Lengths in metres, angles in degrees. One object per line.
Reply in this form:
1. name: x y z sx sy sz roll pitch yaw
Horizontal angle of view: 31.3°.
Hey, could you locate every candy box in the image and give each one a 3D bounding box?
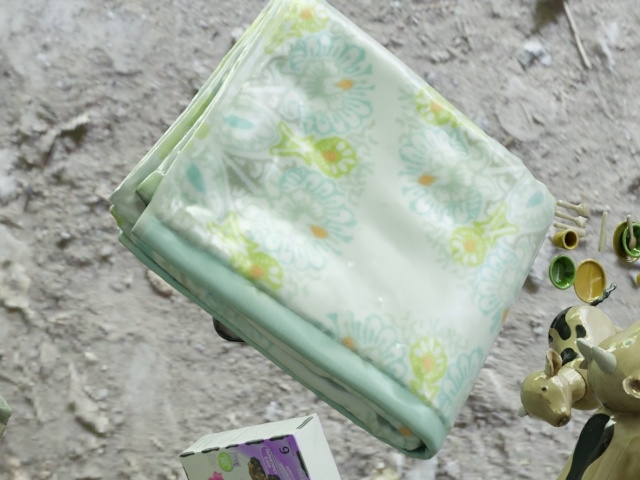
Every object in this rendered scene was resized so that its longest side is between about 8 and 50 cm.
1. candy box: -0.071 0.332 1.520 0.196 0.070 0.165 -16 98 31

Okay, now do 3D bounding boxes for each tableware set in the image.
1. tableware set: 0.306 0.019 1.224 0.024 0.154 0.104 -2 75 59

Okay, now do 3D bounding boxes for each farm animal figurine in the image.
1. farm animal figurine: 0.259 0.155 0.964 0.172 0.330 0.327 26 74 -13

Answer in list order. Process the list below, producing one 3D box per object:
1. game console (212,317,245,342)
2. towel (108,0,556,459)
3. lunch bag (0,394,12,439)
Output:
1. game console: 0.000 0.000 1.591 0.173 0.293 0.250 58 133 49
2. towel: 0.029 -0.027 1.074 0.374 0.090 0.321 39 63 -11
3. lunch bag: -0.423 0.205 1.086 0.235 0.169 0.287 -65 22 -4
